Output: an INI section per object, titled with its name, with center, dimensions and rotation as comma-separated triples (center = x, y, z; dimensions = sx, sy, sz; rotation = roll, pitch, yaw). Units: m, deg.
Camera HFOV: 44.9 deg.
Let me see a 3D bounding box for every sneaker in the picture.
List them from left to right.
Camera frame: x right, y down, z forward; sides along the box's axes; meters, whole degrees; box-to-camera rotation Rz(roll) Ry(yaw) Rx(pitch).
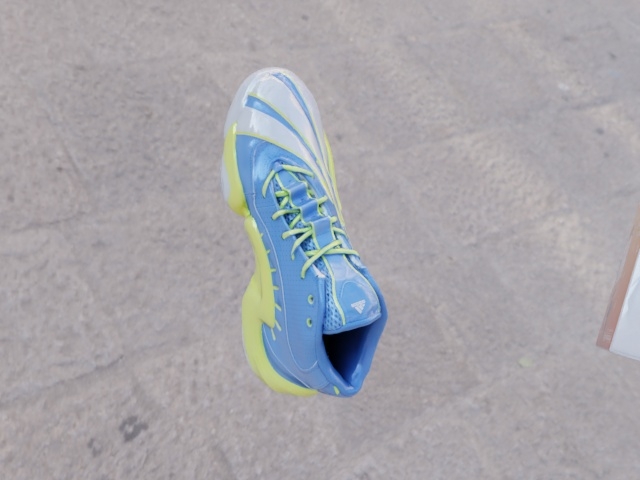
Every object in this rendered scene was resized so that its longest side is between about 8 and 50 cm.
[sneaker]
center = 0.000, 0.000, 0.541
dimensions = 0.091, 0.240, 0.126
rotation = -15, 17, -35

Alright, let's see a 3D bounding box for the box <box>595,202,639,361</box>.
[box]
center = 0.359, 0.045, 0.799
dimensions = 0.090, 0.171, 0.130
rotation = 17, -1, 14
